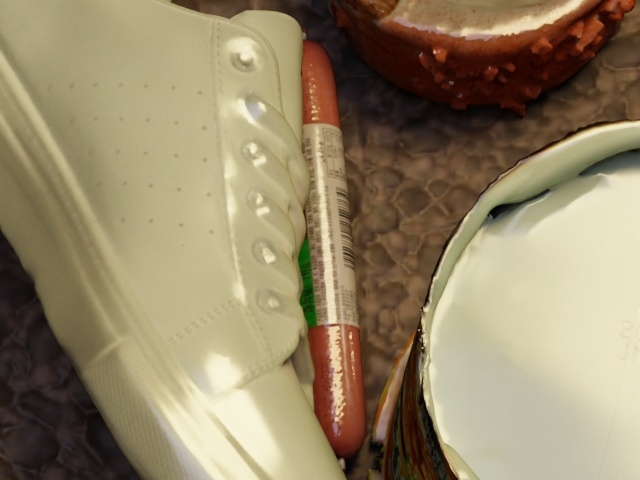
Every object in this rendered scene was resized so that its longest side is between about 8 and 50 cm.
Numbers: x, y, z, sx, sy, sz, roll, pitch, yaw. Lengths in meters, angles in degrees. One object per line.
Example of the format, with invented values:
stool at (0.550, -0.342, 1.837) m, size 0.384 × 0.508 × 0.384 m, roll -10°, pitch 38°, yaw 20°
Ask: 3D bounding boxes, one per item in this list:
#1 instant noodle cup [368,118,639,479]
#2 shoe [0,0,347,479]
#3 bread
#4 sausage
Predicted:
instant noodle cup at (0.128, 0.068, 0.578) m, size 0.230 × 0.182 × 0.230 m, roll -2°, pitch 69°, yaw 4°
shoe at (-0.049, -0.010, 0.656) m, size 0.160 × 0.132 × 0.363 m, roll -33°, pitch 62°, yaw -5°
bread at (0.074, -0.140, 0.724) m, size 0.160 × 0.073 × 0.160 m, roll -1°, pitch 67°, yaw 2°
sausage at (0.000, 0.000, 0.699) m, size 0.029 × 0.029 × 0.223 m, roll -6°, pitch 68°, yaw 4°
